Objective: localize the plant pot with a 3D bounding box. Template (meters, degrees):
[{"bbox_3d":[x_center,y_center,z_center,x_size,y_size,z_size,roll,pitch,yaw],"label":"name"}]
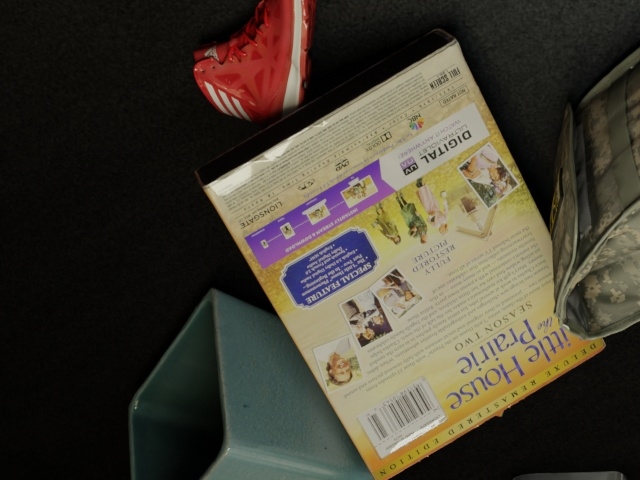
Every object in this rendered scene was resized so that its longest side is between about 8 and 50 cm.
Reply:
[{"bbox_3d":[-0.065,0.251,2.142,0.252,0.248,0.247,18,131,-25],"label":"plant pot"}]

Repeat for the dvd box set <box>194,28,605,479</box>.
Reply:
[{"bbox_3d":[0.095,0.024,1.929,0.307,0.062,0.420,-31,115,-2],"label":"dvd box set"}]

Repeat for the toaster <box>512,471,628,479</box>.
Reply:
[{"bbox_3d":[0.325,0.386,2.252,0.186,0.110,0.168,-4,128,14],"label":"toaster"}]

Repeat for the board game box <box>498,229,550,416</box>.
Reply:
[{"bbox_3d":[0.173,0.088,2.095,0.145,0.027,0.281,12,129,2],"label":"board game box"}]

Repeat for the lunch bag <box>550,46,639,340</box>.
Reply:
[{"bbox_3d":[0.333,-0.057,1.814,0.169,0.235,0.287,33,127,-22],"label":"lunch bag"}]

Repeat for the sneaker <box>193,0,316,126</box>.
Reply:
[{"bbox_3d":[-0.073,-0.208,1.867,0.128,0.087,0.221,7,128,3],"label":"sneaker"}]
